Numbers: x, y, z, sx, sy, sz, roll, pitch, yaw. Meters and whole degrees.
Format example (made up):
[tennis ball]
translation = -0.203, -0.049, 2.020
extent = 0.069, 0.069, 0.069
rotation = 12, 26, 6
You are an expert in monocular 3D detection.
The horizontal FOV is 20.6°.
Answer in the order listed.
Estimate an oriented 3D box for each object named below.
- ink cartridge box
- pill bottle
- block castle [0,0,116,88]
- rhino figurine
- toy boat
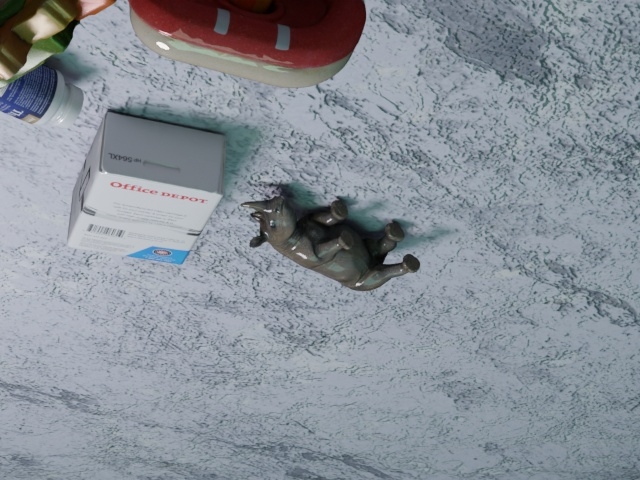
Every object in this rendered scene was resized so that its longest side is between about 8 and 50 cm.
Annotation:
[ink cartridge box]
translation = -0.207, -0.058, 2.080
extent = 0.148, 0.086, 0.203
rotation = 10, 151, -16
[pill bottle]
translation = -0.319, -0.164, 1.901
extent = 0.120, 0.067, 0.067
rotation = 23, 147, -34
[block castle]
translation = -0.333, -0.268, 1.454
extent = 0.453, 0.213, 0.303
rotation = -24, 126, 40
[rhino figurine]
translation = 0.000, 0.000, 2.192
extent = 0.243, 0.073, 0.106
rotation = 22, 144, -31
[toy boat]
translation = -0.063, -0.245, 1.672
extent = 0.231, 0.151, 0.151
rotation = 12, 123, -18
